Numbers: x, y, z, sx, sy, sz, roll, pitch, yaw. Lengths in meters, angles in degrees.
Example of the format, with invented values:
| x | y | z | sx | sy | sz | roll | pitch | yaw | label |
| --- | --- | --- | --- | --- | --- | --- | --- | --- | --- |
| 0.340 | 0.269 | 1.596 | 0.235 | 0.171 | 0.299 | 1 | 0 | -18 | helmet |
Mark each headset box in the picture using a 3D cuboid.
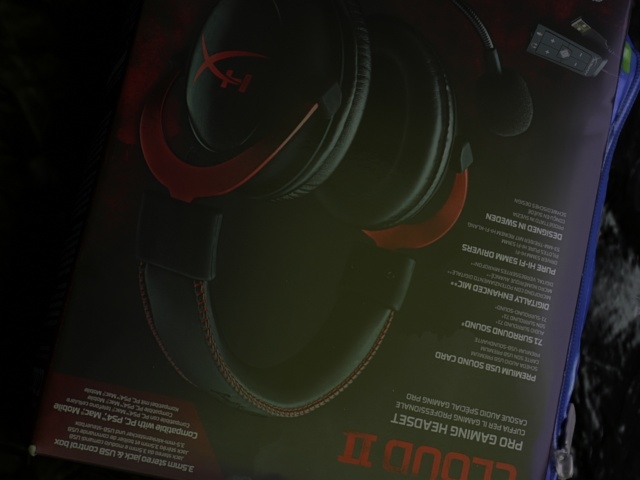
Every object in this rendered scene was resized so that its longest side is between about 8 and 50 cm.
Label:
| x | y | z | sx | sy | sz | roll | pitch | yaw | label |
| --- | --- | --- | --- | --- | --- | --- | --- | --- | --- |
| 0.000 | 0.000 | 0.526 | 0.218 | 0.110 | 0.293 | 15 | 81 | -14 | headset box |

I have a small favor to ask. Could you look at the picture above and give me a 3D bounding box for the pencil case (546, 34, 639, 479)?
| x | y | z | sx | sy | sz | roll | pitch | yaw | label |
| --- | --- | --- | --- | --- | --- | --- | --- | --- | --- |
| 0.101 | 0.009 | 0.663 | 0.119 | 0.133 | 0.306 | 30 | 71 | -61 | pencil case |
